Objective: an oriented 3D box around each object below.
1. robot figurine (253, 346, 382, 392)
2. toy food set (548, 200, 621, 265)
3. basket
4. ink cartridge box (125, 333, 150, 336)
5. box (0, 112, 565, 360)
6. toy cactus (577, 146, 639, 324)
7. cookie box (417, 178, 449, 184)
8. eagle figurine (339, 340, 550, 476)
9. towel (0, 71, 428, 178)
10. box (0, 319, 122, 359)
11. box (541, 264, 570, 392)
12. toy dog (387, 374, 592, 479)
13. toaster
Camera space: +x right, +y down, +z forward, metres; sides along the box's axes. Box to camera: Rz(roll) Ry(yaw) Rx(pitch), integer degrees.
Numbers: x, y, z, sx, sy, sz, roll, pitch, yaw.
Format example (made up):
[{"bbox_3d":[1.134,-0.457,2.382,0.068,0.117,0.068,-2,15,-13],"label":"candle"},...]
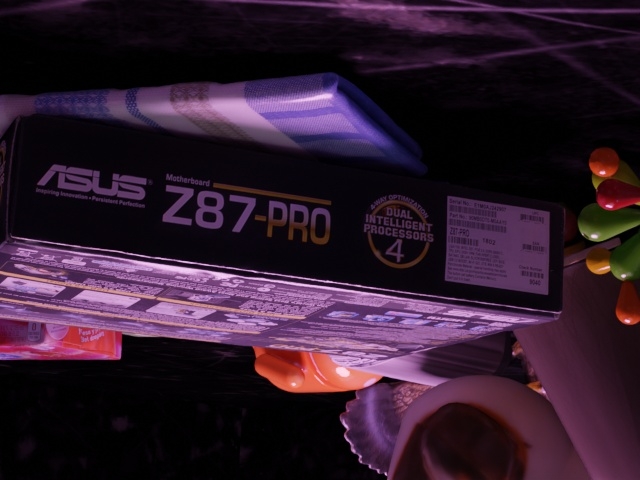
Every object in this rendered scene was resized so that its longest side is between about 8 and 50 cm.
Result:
[{"bbox_3d":[0.005,0.122,1.821,0.158,0.128,0.219,11,167,-37],"label":"robot figurine"},{"bbox_3d":[0.151,-0.004,1.275,0.128,0.071,0.218,-19,-179,-22],"label":"toy food set"},{"bbox_3d":[0.275,0.122,1.268,0.204,0.227,0.154,-16,172,-11],"label":"basket"},{"bbox_3d":[-0.250,0.076,1.828,0.109,0.062,0.209,-4,168,35],"label":"ink cartridge box"},{"bbox_3d":[-0.065,0.016,1.125,0.395,0.097,0.318,8,165,-20],"label":"box"},{"bbox_3d":[0.278,-0.015,1.092,0.180,0.112,0.219,-9,159,11],"label":"toy cactus"},{"bbox_3d":[0.040,-0.026,1.221,0.107,0.040,0.092,5,169,-13],"label":"cookie box"},{"bbox_3d":[0.154,0.181,1.979,0.298,0.225,0.226,-6,-176,-7],"label":"eagle figurine"},{"bbox_3d":[-0.088,-0.073,1.022,0.285,0.034,0.209,-2,168,21],"label":"towel"},{"bbox_3d":[-0.333,0.055,1.544,0.257,0.128,0.122,-4,168,32],"label":"box"},{"bbox_3d":[0.326,0.099,1.586,0.170,0.130,0.091,4,170,-3],"label":"box"},{"bbox_3d":[0.267,0.243,1.424,0.408,0.395,0.284,5,-173,-3],"label":"toy dog"},{"bbox_3d":[0.103,0.081,1.565,0.146,0.129,0.227,10,169,-24],"label":"toaster"}]
